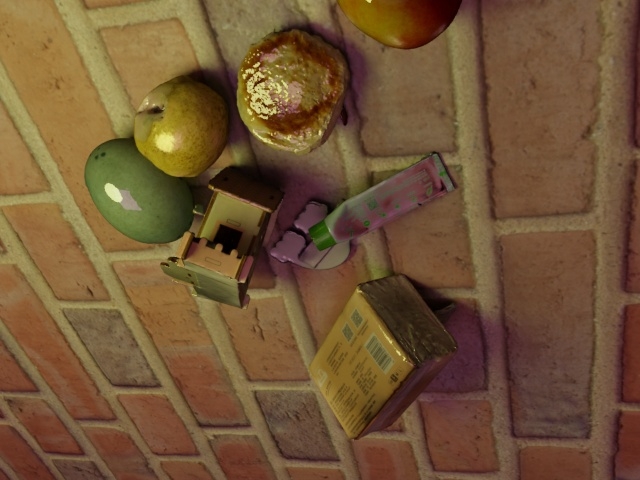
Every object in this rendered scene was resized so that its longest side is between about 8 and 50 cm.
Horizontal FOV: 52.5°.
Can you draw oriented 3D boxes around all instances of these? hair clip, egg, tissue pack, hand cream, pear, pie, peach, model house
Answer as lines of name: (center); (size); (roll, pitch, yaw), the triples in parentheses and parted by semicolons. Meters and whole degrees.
hair clip: (0.000, 0.000, 1.317); (0.140, 0.054, 0.220); (28, 133, -13)
egg: (-0.347, -0.092, 1.257); (0.169, 0.169, 0.236); (-23, 118, 30)
tissue pack: (0.150, 0.244, 1.397); (0.238, 0.238, 0.305); (24, 131, -4)
hand cream: (0.107, -0.065, 1.195); (0.275, 0.050, 0.079); (-28, 144, 8)
pear: (-0.241, -0.204, 1.146); (0.178, 0.178, 0.178); (8, 130, 9)
pie: (-0.051, -0.248, 1.090); (0.179, 0.084, 0.205); (26, 118, 4)
peach: (0.113, -0.360, 0.910); (0.197, 0.197, 0.197); (8, 130, 9)
model house: (-0.176, -0.021, 1.232); (0.169, 0.244, 0.326); (22, 164, 1)

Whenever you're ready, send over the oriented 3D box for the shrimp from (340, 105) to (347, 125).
shrimp: (0.000, -0.205, 1.163); (0.091, 0.025, 0.127); (16, 128, 0)
